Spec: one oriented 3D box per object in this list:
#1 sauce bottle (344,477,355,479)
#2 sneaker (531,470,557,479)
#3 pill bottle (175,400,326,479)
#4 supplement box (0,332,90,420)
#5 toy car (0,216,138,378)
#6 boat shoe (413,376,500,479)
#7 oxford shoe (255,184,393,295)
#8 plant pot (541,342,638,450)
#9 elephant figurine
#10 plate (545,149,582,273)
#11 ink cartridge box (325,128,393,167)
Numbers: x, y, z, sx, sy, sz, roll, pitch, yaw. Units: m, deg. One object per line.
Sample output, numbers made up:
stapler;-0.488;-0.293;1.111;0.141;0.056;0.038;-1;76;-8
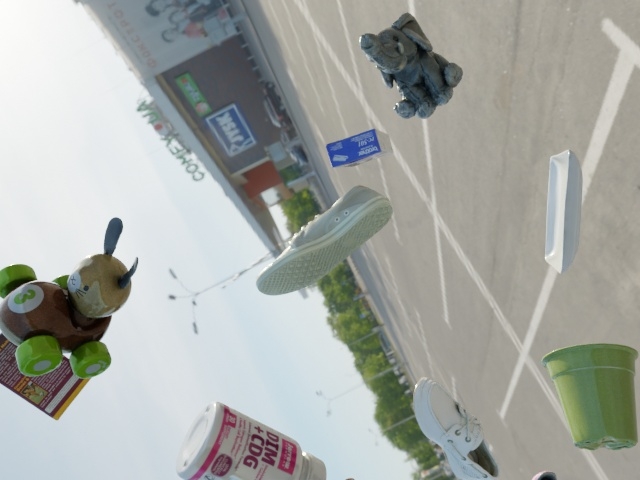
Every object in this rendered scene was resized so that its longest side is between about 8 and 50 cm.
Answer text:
sauce bottle;0.084;0.484;1.012;0.128;0.042;0.042;26;148;55
sneaker;0.540;0.688;1.287;0.319;0.112;0.131;-87;-1;-58
pill bottle;-0.138;0.464;1.158;0.283;0.160;0.160;32;-169;-18
supplement box;-0.557;0.254;1.092;0.188;0.104;0.081;39;157;-11
toy car;-0.315;0.063;0.743;0.149;0.188;0.155;25;-156;-55
boat shoe;0.276;0.371;1.093;0.096;0.098;0.277;-8;126;44
oxford shoe;0.000;0.000;1.598;0.130;0.449;0.169;55;-176;34
plant pot;0.249;0.144;0.503;0.083;0.083;0.079;63;-153;-56
elephant figurine;0.169;-0.380;1.150;0.239;0.169;0.186;38;174;-26
plate;0.589;-0.072;1.350;0.278;0.045;0.278;-17;-70;-74
ink cartridge box;0.082;-0.178;1.092;0.207;0.097;0.046;-29;-78;-74
